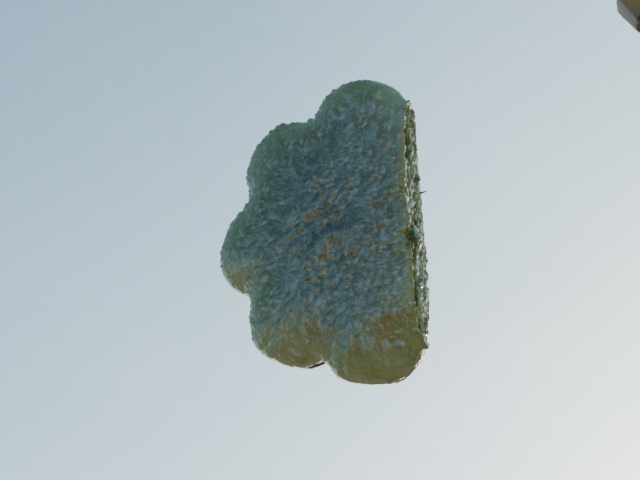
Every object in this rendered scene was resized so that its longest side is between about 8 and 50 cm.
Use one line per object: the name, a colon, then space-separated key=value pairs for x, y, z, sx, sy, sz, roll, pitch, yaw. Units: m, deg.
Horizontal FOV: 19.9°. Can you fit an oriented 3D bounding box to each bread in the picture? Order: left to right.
bread: x=0.000 y=0.000 z=1.623 sx=0.207 sy=0.286 sz=0.056 roll=-17 pitch=-24 yaw=24

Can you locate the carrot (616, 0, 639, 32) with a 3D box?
carrot: x=0.409 y=-0.189 z=1.609 sx=0.114 sy=0.302 sz=0.114 roll=-38 pitch=-40 yaw=-40
